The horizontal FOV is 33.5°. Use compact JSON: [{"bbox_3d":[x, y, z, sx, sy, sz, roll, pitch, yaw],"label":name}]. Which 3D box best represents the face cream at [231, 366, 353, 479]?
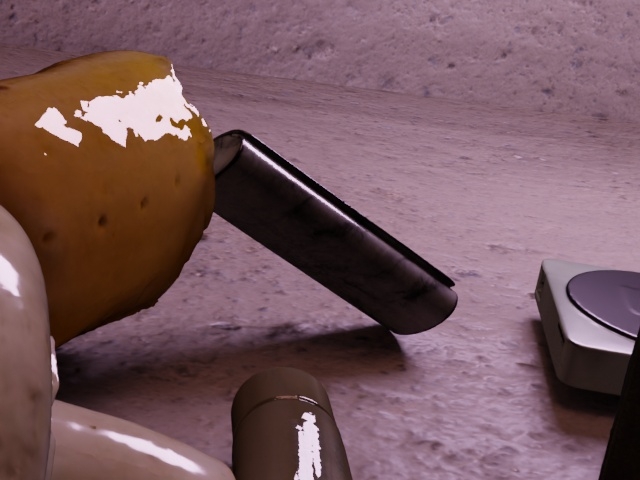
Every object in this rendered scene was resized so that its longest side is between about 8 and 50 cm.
[{"bbox_3d":[-0.011,0.200,0.717,0.137,0.084,0.341,40,11,-20],"label":"face cream"}]

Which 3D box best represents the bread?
[{"bbox_3d":[-0.317,0.001,0.905,0.361,0.250,0.394,-7,14,26],"label":"bread"}]

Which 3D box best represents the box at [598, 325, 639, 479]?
[{"bbox_3d":[0.320,0.102,0.847,0.143,0.273,0.184,15,20,16],"label":"box"}]

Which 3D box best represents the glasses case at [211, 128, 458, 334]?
[{"bbox_3d":[0.000,0.000,1.074,0.299,0.060,0.114,35,-33,-28],"label":"glasses case"}]

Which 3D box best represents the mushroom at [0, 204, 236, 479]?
[{"bbox_3d":[-0.215,0.132,0.609,0.336,0.314,0.314,28,8,-31],"label":"mushroom"}]

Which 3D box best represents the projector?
[{"bbox_3d":[0.371,0.109,1.144,0.259,0.079,0.257,9,20,2],"label":"projector"}]
